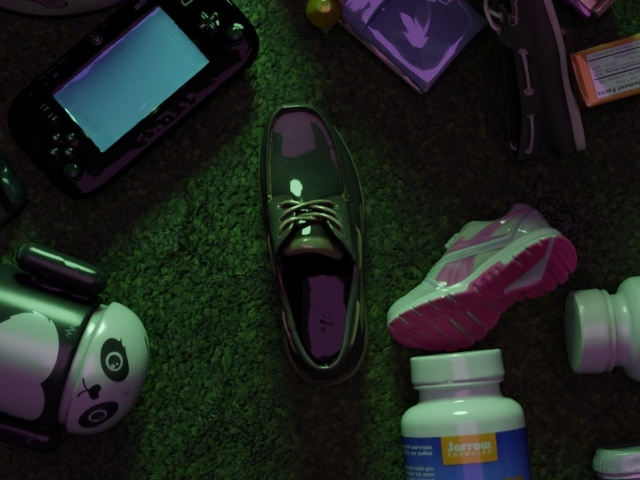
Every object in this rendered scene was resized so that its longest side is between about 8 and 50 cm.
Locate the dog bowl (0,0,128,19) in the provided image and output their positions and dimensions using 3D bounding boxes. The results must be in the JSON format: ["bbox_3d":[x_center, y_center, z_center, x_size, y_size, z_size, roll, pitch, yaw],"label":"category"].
[{"bbox_3d":[-0.335,-0.487,1.728,0.408,0.150,0.408,0,87,-2],"label":"dog bowl"}]

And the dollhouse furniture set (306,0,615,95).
[{"bbox_3d":[0.174,-0.303,1.708,0.286,0.198,0.303,43,86,2],"label":"dollhouse furniture set"}]

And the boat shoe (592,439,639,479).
[{"bbox_3d":[0.507,0.296,1.729,0.335,0.121,0.119,-6,94,8],"label":"boat shoe"}]

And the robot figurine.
[{"bbox_3d":[-0.343,0.128,1.669,0.278,0.209,0.173,18,56,0],"label":"robot figurine"}]

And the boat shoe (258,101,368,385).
[{"bbox_3d":[0.000,0.000,1.713,0.132,0.130,0.355,-10,86,-3],"label":"boat shoe"}]

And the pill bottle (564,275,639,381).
[{"bbox_3d":[0.422,0.107,1.720,0.229,0.131,0.131,-3,86,-2],"label":"pill bottle"}]

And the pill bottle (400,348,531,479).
[{"bbox_3d":[0.176,0.271,1.689,0.152,0.152,0.272,-6,87,-2],"label":"pill bottle"}]

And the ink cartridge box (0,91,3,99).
[{"bbox_3d":[-0.512,-0.165,1.741,0.209,0.062,0.109,-36,89,-4],"label":"ink cartridge box"}]

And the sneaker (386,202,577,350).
[{"bbox_3d":[0.191,0.045,1.740,0.252,0.111,0.103,-30,129,12],"label":"sneaker"}]

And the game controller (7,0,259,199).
[{"bbox_3d":[-0.234,-0.198,1.752,0.319,0.067,0.166,-41,88,-5],"label":"game controller"}]

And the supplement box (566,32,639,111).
[{"bbox_3d":[0.426,-0.228,1.771,0.233,0.078,0.080,-14,90,-2],"label":"supplement box"}]

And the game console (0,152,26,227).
[{"bbox_3d":[-0.525,0.025,1.739,0.361,0.044,0.213,-34,89,-3],"label":"game console"}]

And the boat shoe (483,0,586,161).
[{"bbox_3d":[0.240,-0.219,1.671,0.095,0.112,0.335,-18,131,7],"label":"boat shoe"}]
